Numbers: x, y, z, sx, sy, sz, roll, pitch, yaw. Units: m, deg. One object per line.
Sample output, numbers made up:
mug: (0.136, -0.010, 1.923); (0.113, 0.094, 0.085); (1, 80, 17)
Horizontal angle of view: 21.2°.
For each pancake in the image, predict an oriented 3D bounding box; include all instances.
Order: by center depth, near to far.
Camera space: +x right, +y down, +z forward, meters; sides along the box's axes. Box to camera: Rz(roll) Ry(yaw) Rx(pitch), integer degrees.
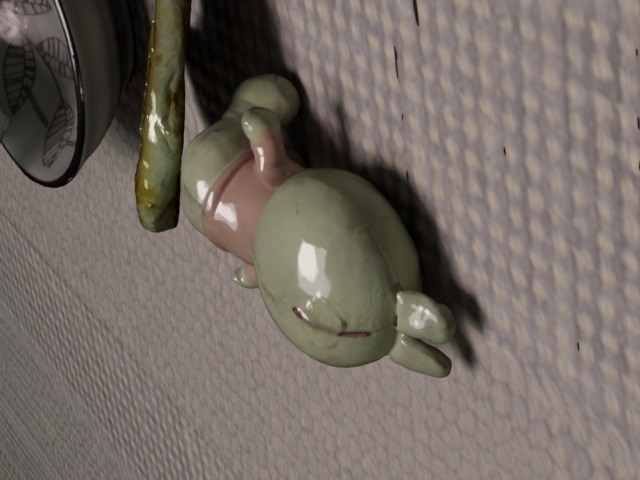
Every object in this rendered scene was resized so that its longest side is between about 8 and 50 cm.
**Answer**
pancake: (-0.120, -0.122, 1.313); (0.253, 0.037, 0.253); (-176, 90, -85)

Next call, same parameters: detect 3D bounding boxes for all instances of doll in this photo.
doll: (-0.013, 0.002, 1.180); (0.275, 0.113, 0.155); (52, 150, 39)

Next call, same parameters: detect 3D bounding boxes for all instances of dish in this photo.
dish: (-0.248, -0.209, 1.572); (0.316, 0.106, 0.316); (45, 146, 43)

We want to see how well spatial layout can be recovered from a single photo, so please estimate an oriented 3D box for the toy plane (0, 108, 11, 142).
toy plane: (-0.376, -0.132, 1.626); (0.244, 0.117, 0.244); (47, 148, 42)
